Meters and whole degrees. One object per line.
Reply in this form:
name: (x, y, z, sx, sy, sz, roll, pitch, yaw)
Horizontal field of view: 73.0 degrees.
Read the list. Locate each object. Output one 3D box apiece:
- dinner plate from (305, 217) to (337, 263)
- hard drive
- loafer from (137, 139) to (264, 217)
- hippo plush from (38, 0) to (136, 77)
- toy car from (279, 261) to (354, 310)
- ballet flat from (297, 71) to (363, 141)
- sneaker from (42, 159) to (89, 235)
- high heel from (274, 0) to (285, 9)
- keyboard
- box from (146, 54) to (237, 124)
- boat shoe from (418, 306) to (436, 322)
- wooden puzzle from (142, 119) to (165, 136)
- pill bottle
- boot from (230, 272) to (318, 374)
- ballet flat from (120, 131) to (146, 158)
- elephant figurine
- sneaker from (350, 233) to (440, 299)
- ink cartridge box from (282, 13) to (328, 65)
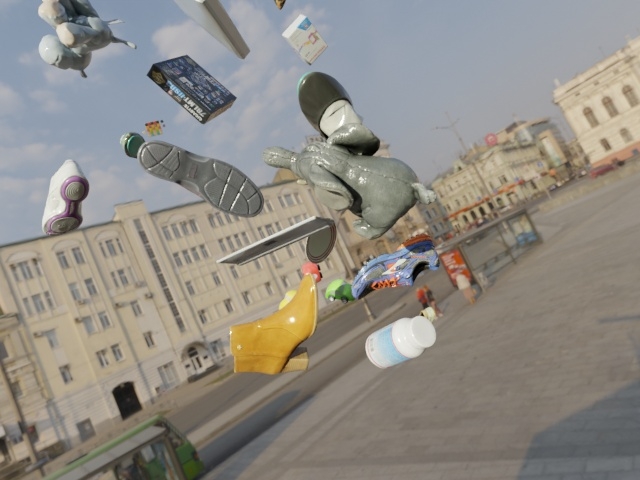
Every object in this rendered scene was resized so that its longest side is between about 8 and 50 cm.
dinner plate: (0.000, 0.000, 1.264, 0.017, 0.141, 0.141, 23, 28, 36)
hard drive: (-0.313, -0.597, 1.079, 0.047, 0.233, 0.353, -50, 0, 5)
loafer: (-0.276, -0.150, 1.032, 0.109, 0.303, 0.095, -64, 16, 3)
hippo plush: (-0.900, -0.749, 1.577, 0.237, 0.234, 0.294, -26, 1, 35)
toy car: (0.005, 0.141, 1.321, 0.225, 0.053, 0.239, 3, 39, 26)
ballet flat: (0.048, -0.225, 0.873, 0.095, 0.096, 0.280, -43, -30, 3)
sneaker: (-0.891, -0.144, 1.516, 0.114, 0.152, 0.305, 8, -50, -47)
high heel: (-0.180, -1.020, 1.684, 0.093, 0.186, 0.261, 4, -46, 5)
keyboard: (-0.094, 0.004, 0.860, 0.256, 0.014, 0.072, -23, -22, 29)
box: (-0.544, -0.661, 1.873, 0.073, 0.295, 0.293, -43, 13, 29)
boat shoe: (0.318, 0.261, 1.355, 0.045, 0.050, 0.135, -7, -53, -20)
wooden puzzle: (-0.594, -0.399, 1.544, 0.083, 0.049, 0.006, -18, 25, -14)
pill bottle: (0.176, 0.222, 0.952, 0.087, 0.087, 0.160, -20, -15, -37)
boot: (-0.123, 0.218, 1.107, 0.211, 0.295, 0.104, 4, 18, -13)
ballet flat: (-0.514, -0.261, 1.190, 0.070, 0.070, 0.188, -25, -5, -5)
elephant figurine: (0.036, -0.113, 0.740, 0.186, 0.239, 0.169, -48, 25, 32)
sneaker: (0.166, 0.070, 0.959, 0.221, 0.087, 0.083, -32, -27, 2)
ink cartridge box: (-0.047, -0.640, 1.386, 0.088, 0.052, 0.122, -46, -46, 6)
